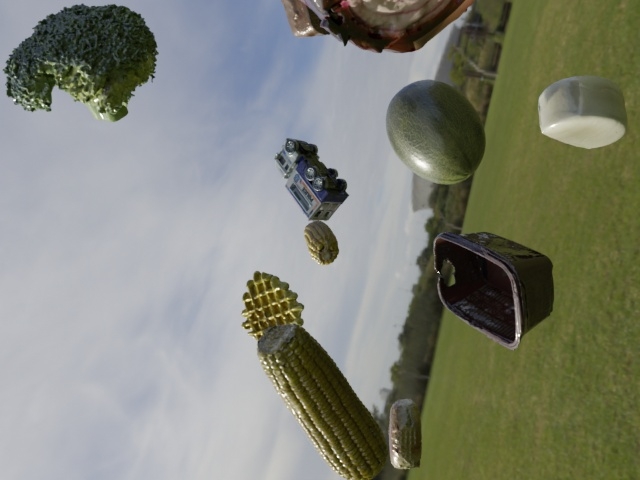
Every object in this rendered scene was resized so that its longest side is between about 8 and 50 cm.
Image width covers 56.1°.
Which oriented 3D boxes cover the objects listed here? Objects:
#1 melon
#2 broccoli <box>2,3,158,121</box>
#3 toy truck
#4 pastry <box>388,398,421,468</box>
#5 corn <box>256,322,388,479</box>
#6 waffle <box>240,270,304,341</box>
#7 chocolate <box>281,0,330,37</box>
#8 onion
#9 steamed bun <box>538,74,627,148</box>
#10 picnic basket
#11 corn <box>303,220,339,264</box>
[{"bbox_3d":[0.313,-0.289,1.625,0.237,0.301,0.237,-29,-21,-12],"label":"melon"},{"bbox_3d":[-0.563,-0.399,1.455,0.249,0.375,0.302,45,157,52],"label":"broccoli"},{"bbox_3d":[-0.043,-0.200,1.958,0.124,0.268,0.155,0,-44,-50],"label":"toy truck"},{"bbox_3d":[0.246,0.568,1.771,0.182,0.093,0.192,47,-137,-84],"label":"pastry"},{"bbox_3d":[0.005,0.302,1.133,0.344,0.131,0.131,59,-153,-16],"label":"corn"},{"bbox_3d":[-0.151,0.227,1.893,0.056,0.261,0.250,-8,-56,-48],"label":"waffle"},{"bbox_3d":[-0.029,-0.576,1.416,0.148,0.093,0.214,-27,-75,-44],"label":"chocolate"},{"bbox_3d":[0.095,-0.477,0.914,0.341,0.341,0.341,12,-90,-79],"label":"onion"},{"bbox_3d":[0.725,-0.349,1.627,0.164,0.242,0.146,-27,59,56],"label":"steamed bun"},{"bbox_3d":[0.387,0.091,1.325,0.297,0.129,0.222,-146,43,-61],"label":"picnic basket"},{"bbox_3d":[0.000,0.000,0.710,0.092,0.037,0.037,-119,37,-71],"label":"corn"}]
